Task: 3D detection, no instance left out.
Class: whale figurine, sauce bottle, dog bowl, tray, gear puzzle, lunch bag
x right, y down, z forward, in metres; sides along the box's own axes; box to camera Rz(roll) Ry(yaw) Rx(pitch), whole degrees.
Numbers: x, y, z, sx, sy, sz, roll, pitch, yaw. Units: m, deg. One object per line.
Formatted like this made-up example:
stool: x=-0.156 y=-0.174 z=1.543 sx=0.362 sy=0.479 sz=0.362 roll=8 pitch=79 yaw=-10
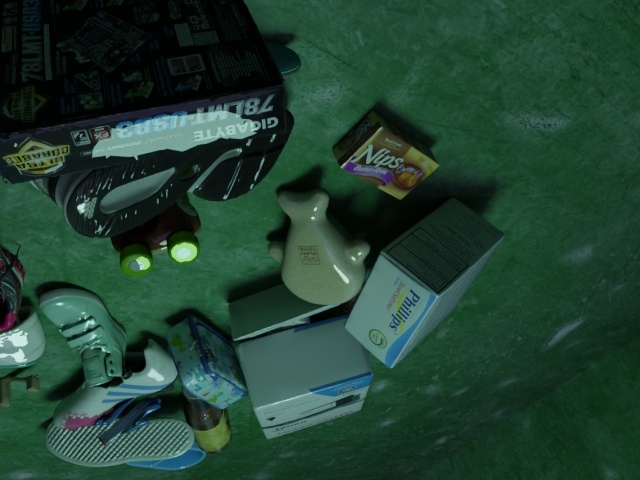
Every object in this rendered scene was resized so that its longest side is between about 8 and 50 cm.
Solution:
whale figurine: x=0.000 y=0.000 z=1.206 sx=0.217 sy=0.141 sz=0.271 roll=-2 pitch=125 yaw=22
sauce bottle: x=-0.312 y=0.475 z=1.632 sx=0.112 sy=0.111 sz=0.344 roll=-13 pitch=144 yaw=-11
dog bowl: x=-0.456 y=0.604 z=1.750 sx=0.166 sy=0.074 sz=0.297 roll=-36 pitch=140 yaw=18
tray: x=-0.067 y=0.140 z=1.316 sx=0.271 sy=0.145 sz=0.030 roll=-20 pitch=120 yaw=-3
gear puzzle: x=0.070 y=0.180 z=1.514 sx=0.176 sy=0.044 sz=0.339 roll=-34 pitch=141 yaw=15
lunch bag: x=-0.256 y=0.275 z=1.365 sx=0.090 sy=0.176 sz=0.219 roll=-30 pitch=144 yaw=2

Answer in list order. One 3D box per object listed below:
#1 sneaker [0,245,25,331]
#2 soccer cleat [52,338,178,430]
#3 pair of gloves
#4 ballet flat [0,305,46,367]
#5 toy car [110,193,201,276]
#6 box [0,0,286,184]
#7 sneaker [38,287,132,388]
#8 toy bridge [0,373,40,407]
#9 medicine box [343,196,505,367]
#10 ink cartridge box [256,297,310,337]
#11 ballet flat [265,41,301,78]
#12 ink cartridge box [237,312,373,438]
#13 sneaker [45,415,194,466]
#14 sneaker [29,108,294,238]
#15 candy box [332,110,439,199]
sneaker: x=-0.562 y=0.032 z=0.963 sx=0.121 sy=0.112 sz=0.299 roll=-17 pitch=142 yaw=-6
soccer cleat: x=-0.491 y=0.322 z=1.378 sx=0.332 sy=0.116 sz=0.143 roll=-24 pitch=121 yaw=6
pair of gloves: x=-0.460 y=0.400 z=1.402 sx=0.159 sy=0.198 sz=0.023 roll=-37 pitch=117 yaw=-20
ballet flat: x=-0.709 y=0.171 z=1.069 sx=0.401 sy=0.139 sz=0.139 roll=-1 pitch=138 yaw=-32
toy car: x=-0.284 y=-0.067 z=0.963 sx=0.149 sy=0.155 sz=0.188 roll=-16 pitch=130 yaw=-8
box: x=-0.218 y=-0.209 z=0.688 sx=0.294 sy=0.295 sz=0.073 roll=-14 pitch=140 yaw=-12
sneaker: x=-0.461 y=0.204 z=1.192 sx=0.094 sy=0.151 sz=0.255 roll=-23 pitch=142 yaw=4
toy bridge: x=-0.692 y=0.333 z=1.307 sx=0.188 sy=0.063 sz=0.026 roll=-27 pitch=143 yaw=9
medicine box: x=0.223 y=0.089 z=1.298 sx=0.289 sy=0.149 sz=0.263 roll=-32 pitch=154 yaw=-39
ink cartridge box: x=-0.097 y=0.189 z=1.417 sx=0.123 sy=0.052 sz=0.089 roll=-33 pitch=143 yaw=32
ballet flat: x=-0.124 y=-0.256 z=0.881 sx=0.189 sy=0.070 sz=0.070 roll=-3 pitch=139 yaw=-20
ink cartridge box: x=-0.036 y=0.357 z=1.522 sx=0.286 sy=0.166 sz=0.394 roll=-15 pitch=154 yaw=-8
sneaker: x=-0.511 y=0.520 z=1.551 sx=0.367 sy=0.135 sz=0.150 roll=7 pitch=158 yaw=-5
sneaker: x=-0.237 y=-0.174 z=0.843 sx=0.448 sy=0.258 sz=0.169 roll=-28 pitch=152 yaw=-56
candy box: x=0.125 y=-0.156 z=1.124 sx=0.109 sy=0.053 sz=0.187 roll=-42 pitch=140 yaw=24
